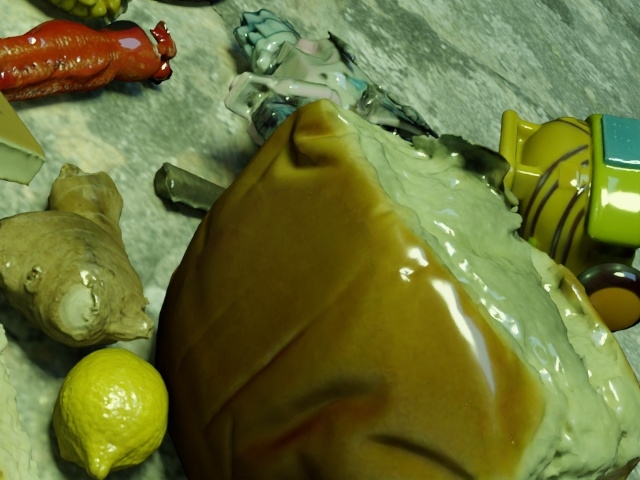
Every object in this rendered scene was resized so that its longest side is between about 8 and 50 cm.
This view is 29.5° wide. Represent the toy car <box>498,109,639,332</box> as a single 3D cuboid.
[{"bbox_3d":[0.175,0.015,0.957,0.142,0.247,0.200,10,35,4],"label":"toy car"}]

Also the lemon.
[{"bbox_3d":[-0.116,0.096,0.673,0.065,0.065,0.092,36,28,-18],"label":"lemon"}]

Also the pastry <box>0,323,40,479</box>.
[{"bbox_3d":[-0.201,0.087,0.574,0.122,0.089,0.258,7,48,-35],"label":"pastry"}]

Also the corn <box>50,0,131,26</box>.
[{"bbox_3d":[-0.252,-0.272,0.854,0.313,0.102,0.102,34,37,-19],"label":"corn"}]

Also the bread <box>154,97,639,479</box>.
[{"bbox_3d":[0.035,0.073,0.695,0.225,0.279,0.250,-2,56,-32],"label":"bread"}]

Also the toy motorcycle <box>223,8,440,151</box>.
[{"bbox_3d":[-0.016,-0.113,0.956,0.204,0.108,0.239,45,5,20],"label":"toy motorcycle"}]

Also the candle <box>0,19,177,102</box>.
[{"bbox_3d":[-0.211,-0.112,0.786,0.329,0.048,0.051,-21,81,-54],"label":"candle"}]

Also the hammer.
[{"bbox_3d":[0.001,0.000,0.933,0.297,0.027,0.125,18,45,-36],"label":"hammer"}]

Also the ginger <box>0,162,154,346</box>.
[{"bbox_3d":[-0.154,0.005,0.722,0.096,0.067,0.165,18,26,-28],"label":"ginger"}]

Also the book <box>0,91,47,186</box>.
[{"bbox_3d":[-0.319,-0.193,0.629,0.389,0.032,0.269,51,13,24],"label":"book"}]
